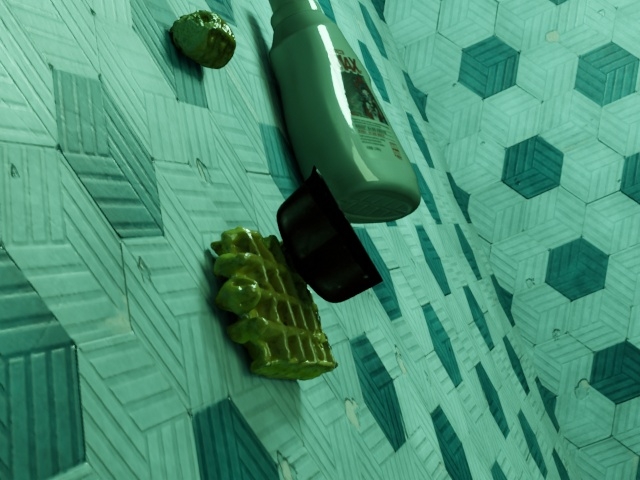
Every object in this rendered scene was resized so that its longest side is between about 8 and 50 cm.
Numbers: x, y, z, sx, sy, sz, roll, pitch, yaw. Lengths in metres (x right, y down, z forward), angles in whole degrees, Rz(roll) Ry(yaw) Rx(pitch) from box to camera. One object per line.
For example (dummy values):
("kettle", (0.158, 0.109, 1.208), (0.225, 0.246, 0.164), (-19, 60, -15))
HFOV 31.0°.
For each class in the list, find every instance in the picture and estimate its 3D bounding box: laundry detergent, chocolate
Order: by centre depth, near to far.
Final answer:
("chocolate", (0.000, 0.000, 1.291), (0.148, 0.080, 0.125), (58, 2, -1))
("laundry detergent", (0.020, -0.226, 1.836), (0.264, 0.125, 0.397), (7, 57, -58))

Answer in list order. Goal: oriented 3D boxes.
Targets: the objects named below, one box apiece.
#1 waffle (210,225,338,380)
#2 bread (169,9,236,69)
("waffle", (-0.058, 0.066, 1.240), (0.211, 0.055, 0.160), (27, 42, -68))
("bread", (-0.142, -0.253, 1.444), (0.110, 0.060, 0.066), (15, 68, -72))
